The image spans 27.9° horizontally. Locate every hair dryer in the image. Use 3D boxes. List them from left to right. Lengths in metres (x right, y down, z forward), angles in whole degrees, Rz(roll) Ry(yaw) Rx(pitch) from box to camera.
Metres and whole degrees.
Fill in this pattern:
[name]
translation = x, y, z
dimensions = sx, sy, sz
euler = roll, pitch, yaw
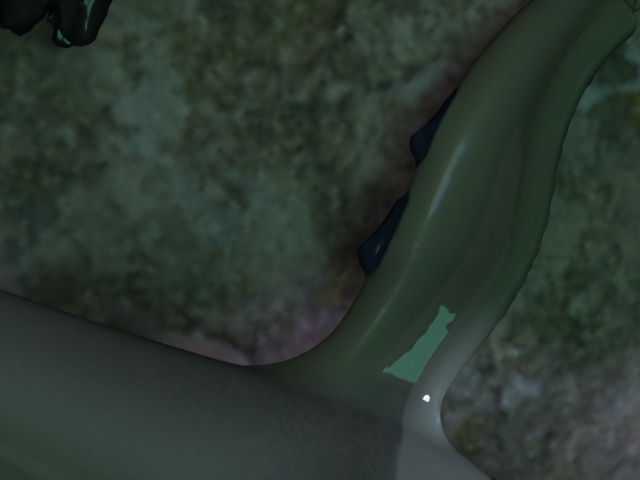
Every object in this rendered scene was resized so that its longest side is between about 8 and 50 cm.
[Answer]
[hair dryer]
translation = -0.038, 0.014, 0.404
dimensions = 0.296, 0.119, 0.298
euler = 8, 81, -13

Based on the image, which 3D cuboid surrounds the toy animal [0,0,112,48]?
[toy animal]
translation = -0.147, -0.140, 0.338
dimensions = 0.232, 0.084, 0.148
euler = 27, 93, -22
